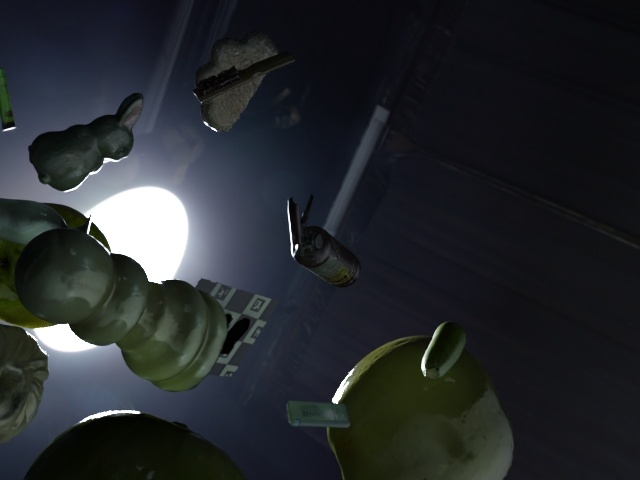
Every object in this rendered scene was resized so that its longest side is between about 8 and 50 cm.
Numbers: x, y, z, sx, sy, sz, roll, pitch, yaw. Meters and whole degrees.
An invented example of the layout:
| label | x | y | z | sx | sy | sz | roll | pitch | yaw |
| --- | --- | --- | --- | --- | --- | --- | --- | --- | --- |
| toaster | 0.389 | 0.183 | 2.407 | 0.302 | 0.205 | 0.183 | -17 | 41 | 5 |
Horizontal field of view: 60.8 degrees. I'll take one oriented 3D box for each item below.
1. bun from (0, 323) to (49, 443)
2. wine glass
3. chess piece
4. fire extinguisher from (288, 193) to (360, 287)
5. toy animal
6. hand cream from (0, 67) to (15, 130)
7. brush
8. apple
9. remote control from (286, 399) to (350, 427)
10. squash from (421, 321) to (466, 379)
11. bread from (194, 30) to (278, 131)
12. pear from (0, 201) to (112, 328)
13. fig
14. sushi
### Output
| label | x | y | z | sx | sy | sz | roll | pitch | yaw |
| --- | --- | --- | --- | --- | --- | --- | --- | --- | --- |
| bun | -0.839 | 0.349 | 1.342 | 0.360 | 0.210 | 0.360 | 48 | -146 | -49 |
| wine glass | -0.581 | -0.033 | 1.111 | 0.093 | 0.202 | 0.093 | -167 | 90 | -70 |
| chess piece | -0.305 | 0.100 | 0.830 | 0.182 | 0.182 | 0.330 | -59 | -39 | -12 |
| fire extinguisher | -0.007 | 0.005 | 0.961 | 0.252 | 0.075 | 0.106 | 38 | -141 | -59 |
| toy animal | -0.446 | -0.196 | 1.094 | 0.251 | 0.127 | 0.125 | -31 | -21 | -4 |
| hand cream | -0.652 | -0.290 | 1.121 | 0.036 | 0.023 | 0.122 | -63 | -24 | -66 |
| brush | -0.162 | -0.366 | 1.187 | 0.248 | 0.043 | 0.036 | -31 | -19 | -23 |
| apple | 0.239 | 0.471 | 1.384 | 0.474 | 0.473 | 0.474 | -52 | -21 | -29 |
| remote control | -0.003 | 0.328 | 1.030 | 0.053 | 0.124 | 0.018 | -108 | 33 | -49 |
| squash | 0.245 | 0.220 | 1.089 | 0.201 | 0.066 | 0.066 | -32 | -36 | -59 |
| bread | -0.285 | -0.515 | 1.709 | 0.337 | 0.183 | 0.102 | -55 | 26 | 8 |
| pear | -0.780 | 0.065 | 1.524 | 0.391 | 0.391 | 0.391 | -52 | -21 | -29 |
| fig | -0.241 | 0.372 | 0.654 | 0.316 | 0.316 | 0.316 | -52 | -21 | -29 |
| sushi | -0.330 | 0.242 | 1.605 | 0.296 | 0.100 | 0.373 | -57 | -34 | 4 |
